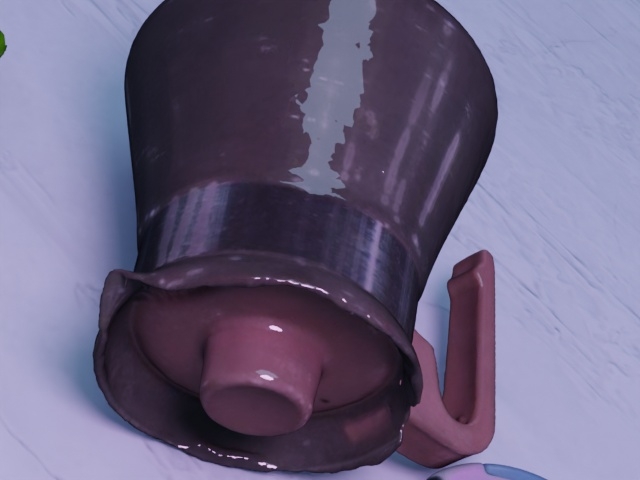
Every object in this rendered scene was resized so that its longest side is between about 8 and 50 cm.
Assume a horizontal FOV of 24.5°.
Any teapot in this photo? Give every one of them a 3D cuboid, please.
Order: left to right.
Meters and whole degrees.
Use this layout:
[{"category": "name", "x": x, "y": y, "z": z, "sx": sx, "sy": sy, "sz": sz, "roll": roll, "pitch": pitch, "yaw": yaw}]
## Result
[{"category": "teapot", "x": 0.000, "y": 0.000, "z": 1.149, "sx": 0.376, "sy": 0.306, "sz": 0.361, "roll": 36, "pitch": 46, "yaw": -29}]

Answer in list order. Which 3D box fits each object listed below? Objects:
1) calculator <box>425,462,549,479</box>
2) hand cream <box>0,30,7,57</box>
[{"category": "calculator", "x": 0.146, "y": 0.291, "z": 1.088, "sx": 0.173, "sy": 0.051, "sz": 0.293, "roll": 18, "pitch": 43, "yaw": -14}, {"category": "hand cream", "x": -0.355, "y": -0.099, "z": 1.205, "sx": 0.079, "sy": 0.050, "sz": 0.275, "roll": 12, "pitch": 42, "yaw": 22}]
